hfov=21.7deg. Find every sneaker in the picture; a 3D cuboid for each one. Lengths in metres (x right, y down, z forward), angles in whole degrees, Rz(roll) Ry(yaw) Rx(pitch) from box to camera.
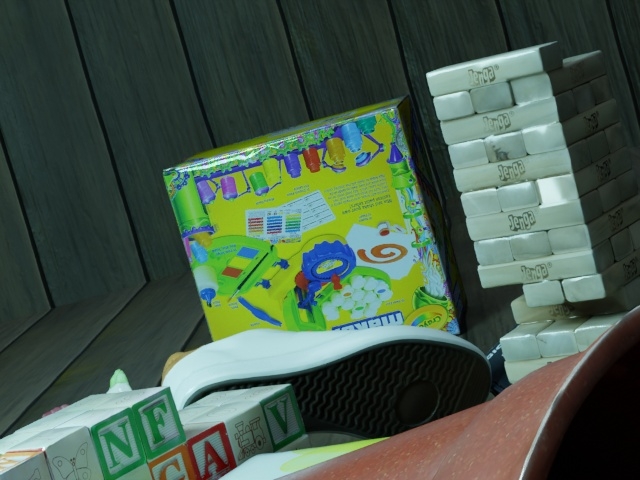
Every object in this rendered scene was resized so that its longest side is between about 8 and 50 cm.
[{"bbox_3d":[0.002,0.110,1.448,0.290,0.105,0.123,-1,20,-20],"label":"sneaker"}]

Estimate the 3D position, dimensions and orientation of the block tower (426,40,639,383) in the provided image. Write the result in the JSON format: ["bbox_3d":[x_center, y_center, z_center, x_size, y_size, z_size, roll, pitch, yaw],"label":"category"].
[{"bbox_3d":[0.172,0.033,1.128,0.091,0.335,0.097,-11,9,35],"label":"block tower"}]

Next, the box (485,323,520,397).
[{"bbox_3d":[0.245,0.070,1.477,0.220,0.051,0.175,-44,10,-3],"label":"box"}]

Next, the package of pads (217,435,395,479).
[{"bbox_3d":[-0.011,0.217,1.074,0.229,0.101,0.296,-11,8,29],"label":"package of pads"}]

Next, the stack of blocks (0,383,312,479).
[{"bbox_3d":[-0.129,0.196,1.217,0.087,0.171,0.297,-10,9,40],"label":"stack of blocks"}]

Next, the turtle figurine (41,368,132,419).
[{"bbox_3d":[-0.310,0.195,1.541,0.266,0.197,0.275,-15,10,-21],"label":"turtle figurine"}]

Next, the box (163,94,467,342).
[{"bbox_3d":[0.000,0.000,2.016,0.290,0.279,0.177,-14,7,10],"label":"box"}]

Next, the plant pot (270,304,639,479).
[{"bbox_3d":[0.078,0.176,0.643,0.272,0.272,0.265,-22,1,-40],"label":"plant pot"}]
